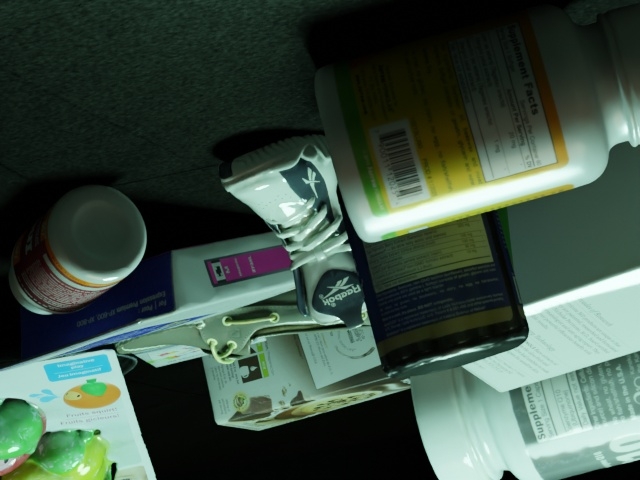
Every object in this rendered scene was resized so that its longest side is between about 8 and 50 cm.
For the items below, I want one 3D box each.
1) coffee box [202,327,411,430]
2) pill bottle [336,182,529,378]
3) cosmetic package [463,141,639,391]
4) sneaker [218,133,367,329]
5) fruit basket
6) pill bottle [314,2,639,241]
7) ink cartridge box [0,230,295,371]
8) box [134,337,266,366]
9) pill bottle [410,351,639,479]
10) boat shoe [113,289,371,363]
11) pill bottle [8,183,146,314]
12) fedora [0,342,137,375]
[{"bbox_3d":[0.016,0.151,2.466,0.297,0.119,0.168,-17,167,15],"label":"coffee box"},{"bbox_3d":[0.083,-0.009,1.524,0.123,0.219,0.123,-14,171,-2],"label":"pill bottle"},{"bbox_3d":[0.276,-0.019,1.707,0.365,0.197,0.155,-22,144,28],"label":"cosmetic package"},{"bbox_3d":[0.000,0.000,1.647,0.094,0.153,0.235,-18,167,17],"label":"sneaker"},{"bbox_3d":[-0.344,0.228,1.963,0.327,0.165,0.353,-8,154,-1],"label":"fruit basket"},{"bbox_3d":[0.130,-0.093,1.396,0.246,0.136,0.136,-15,168,6],"label":"pill bottle"},{"bbox_3d":[-0.151,0.053,1.806,0.176,0.069,0.371,-19,179,26],"label":"ink cartridge box"},{"bbox_3d":[-0.149,0.107,2.269,0.145,0.038,0.186,-14,169,3],"label":"box"},{"bbox_3d":[0.300,0.164,2.201,0.361,0.204,0.204,-16,168,15],"label":"pill bottle"},{"bbox_3d":[-0.085,0.082,2.089,0.305,0.091,0.109,-13,168,-5],"label":"boat shoe"},{"bbox_3d":[-0.213,0.014,1.627,0.086,0.086,0.152,-7,166,-30],"label":"pill bottle"},{"bbox_3d":[-0.358,0.223,2.249,0.334,0.152,0.334,-10,168,-2],"label":"fedora"}]
